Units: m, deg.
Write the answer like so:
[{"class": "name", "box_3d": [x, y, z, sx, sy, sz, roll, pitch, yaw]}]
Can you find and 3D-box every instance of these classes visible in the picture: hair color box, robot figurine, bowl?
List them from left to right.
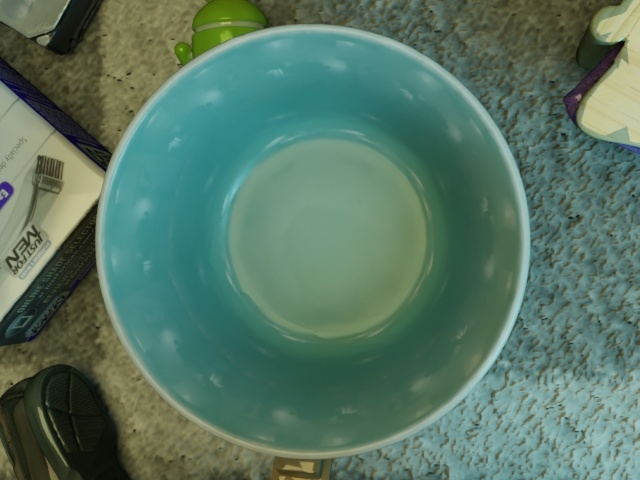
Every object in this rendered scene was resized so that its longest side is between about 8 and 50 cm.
[{"class": "hair color box", "box_3d": [-0.340, -0.084, 0.835, 0.339, 0.110, 0.185, 41, 95, 9]}, {"class": "robot figurine", "box_3d": [-0.076, -0.155, 0.812, 0.101, 0.067, 0.115, -4, 89, 21]}, {"class": "bowl", "box_3d": [0.000, 0.000, 0.747, 0.311, 0.163, 0.312, 0, 91, 7]}]

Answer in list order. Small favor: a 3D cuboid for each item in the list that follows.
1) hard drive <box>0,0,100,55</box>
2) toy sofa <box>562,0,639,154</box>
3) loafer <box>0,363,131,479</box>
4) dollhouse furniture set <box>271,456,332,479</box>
[{"class": "hard drive", "box_3d": [-0.316, -0.350, 0.855, 0.338, 0.064, 0.237, 32, 95, 7]}, {"class": "toy sofa", "box_3d": [0.365, -0.082, 0.701, 0.362, 0.150, 0.177, 30, 99, 8]}, {"class": "loafer", "box_3d": [-0.208, 0.243, 0.829, 0.084, 0.096, 0.268, -23, 85, 28]}, {"class": "dollhouse furniture set", "box_3d": [-0.155, 0.321, 0.750, 0.303, 0.174, 0.356, 6, 65, 10]}]
